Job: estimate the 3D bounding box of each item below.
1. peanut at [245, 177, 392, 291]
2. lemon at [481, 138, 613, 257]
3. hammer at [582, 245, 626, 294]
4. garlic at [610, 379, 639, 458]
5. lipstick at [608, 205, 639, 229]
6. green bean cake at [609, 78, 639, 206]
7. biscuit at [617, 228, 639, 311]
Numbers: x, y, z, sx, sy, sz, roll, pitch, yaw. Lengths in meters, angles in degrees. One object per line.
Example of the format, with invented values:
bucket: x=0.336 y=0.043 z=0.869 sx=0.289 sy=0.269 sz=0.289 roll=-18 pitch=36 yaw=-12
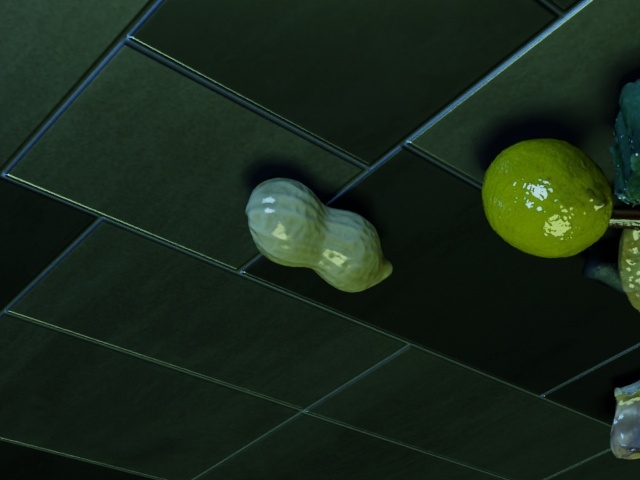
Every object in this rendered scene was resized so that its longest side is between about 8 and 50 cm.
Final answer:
peanut: x=0.000 y=0.000 z=0.994 sx=0.187 sy=0.082 sz=0.082 roll=24 pitch=134 yaw=-35
lemon: x=0.206 y=-0.040 z=0.940 sx=0.133 sy=0.109 sz=0.109 roll=21 pitch=166 yaw=44
hammer: x=0.394 y=0.070 z=1.174 sx=0.290 sy=0.037 sz=0.137 roll=23 pitch=133 yaw=-34
garlic: x=0.458 y=0.233 z=1.355 sx=0.174 sy=0.099 sz=0.124 roll=-25 pitch=154 yaw=23
lipstick: x=0.304 y=-0.023 z=1.011 sx=0.177 sy=0.027 sz=0.027 roll=3 pitch=145 yaw=12
green bean cake: x=0.364 y=-0.071 z=0.927 sx=0.208 sy=0.107 sz=0.193 roll=-7 pitch=146 yaw=3
biscuit: x=0.422 y=0.024 z=1.083 sx=0.265 sy=0.040 sz=0.188 roll=28 pitch=118 yaw=-28
